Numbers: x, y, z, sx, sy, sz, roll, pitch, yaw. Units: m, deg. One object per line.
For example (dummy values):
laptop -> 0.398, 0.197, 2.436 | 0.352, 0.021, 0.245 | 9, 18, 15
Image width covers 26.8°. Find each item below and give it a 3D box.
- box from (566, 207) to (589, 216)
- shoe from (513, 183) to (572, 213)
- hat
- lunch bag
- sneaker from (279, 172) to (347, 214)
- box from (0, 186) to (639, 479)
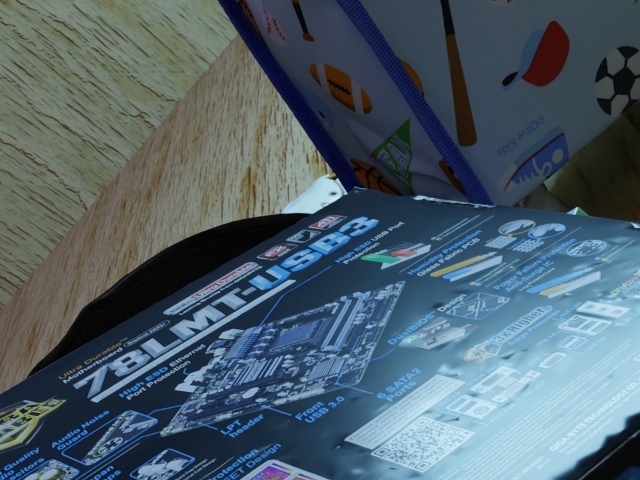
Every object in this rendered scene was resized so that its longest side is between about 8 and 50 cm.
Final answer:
box -> 0.073, 0.148, 0.735 | 0.231, 0.127, 0.262 | -28, 30, 50
shoe -> 0.125, -0.013, 1.050 | 0.219, 0.058, 0.077 | 169, 116, -70
hat -> -0.045, 0.117, 0.975 | 0.331, 0.331, 0.134 | -41, 61, 32
lunch bag -> 0.080, -0.250, 0.945 | 0.328, 0.385, 0.239 | -40, 14, -18
sneaker -> 0.000, 0.000, 1.214 | 0.123, 0.106, 0.290 | -43, 12, 22
box -> 0.015, 0.075, 0.546 | 0.295, 0.073, 0.293 | -30, 23, -34
